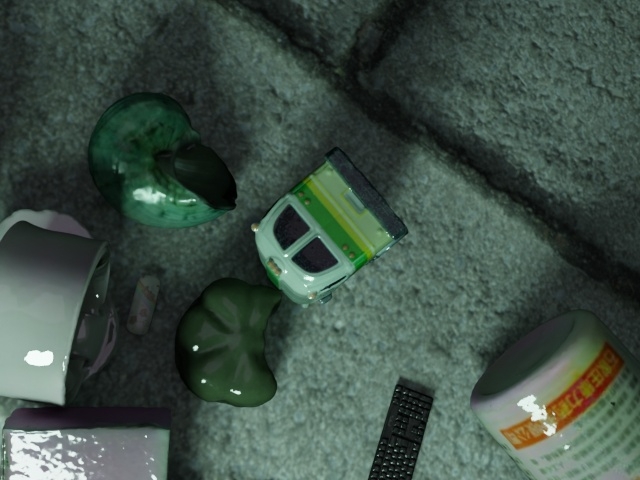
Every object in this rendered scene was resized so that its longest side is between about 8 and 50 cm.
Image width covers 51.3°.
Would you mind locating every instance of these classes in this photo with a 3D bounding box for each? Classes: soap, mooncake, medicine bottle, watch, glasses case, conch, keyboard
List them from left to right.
[{"bbox_3d":[-0.339,0.064,0.788,0.196,0.231,0.244,11,76,-9],"label":"watch"},{"bbox_3d":[-0.268,0.321,0.762,0.181,0.081,0.259,2,95,-14],"label":"soap"},{"bbox_3d":[-0.242,0.088,0.914,0.032,0.021,0.083,15,71,-11],"label":"glasses case"},{"bbox_3d":[-0.228,-0.113,0.923,0.196,0.134,0.202,12,59,-53],"label":"conch"},{"bbox_3d":[-0.111,0.137,0.891,0.168,0.104,0.175,-25,85,-25],"label":"mooncake"},{"bbox_3d":[0.105,0.309,0.937,0.061,0.013,0.204,22,70,-7],"label":"keyboard"},{"bbox_3d":[0.406,0.302,0.905,0.219,0.219,0.388,-40,87,-20],"label":"medicine bottle"}]

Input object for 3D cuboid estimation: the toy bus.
[{"bbox_3d":[0.000,0.000,0.868,0.165,0.276,0.133,-39,85,-9],"label":"toy bus"}]
